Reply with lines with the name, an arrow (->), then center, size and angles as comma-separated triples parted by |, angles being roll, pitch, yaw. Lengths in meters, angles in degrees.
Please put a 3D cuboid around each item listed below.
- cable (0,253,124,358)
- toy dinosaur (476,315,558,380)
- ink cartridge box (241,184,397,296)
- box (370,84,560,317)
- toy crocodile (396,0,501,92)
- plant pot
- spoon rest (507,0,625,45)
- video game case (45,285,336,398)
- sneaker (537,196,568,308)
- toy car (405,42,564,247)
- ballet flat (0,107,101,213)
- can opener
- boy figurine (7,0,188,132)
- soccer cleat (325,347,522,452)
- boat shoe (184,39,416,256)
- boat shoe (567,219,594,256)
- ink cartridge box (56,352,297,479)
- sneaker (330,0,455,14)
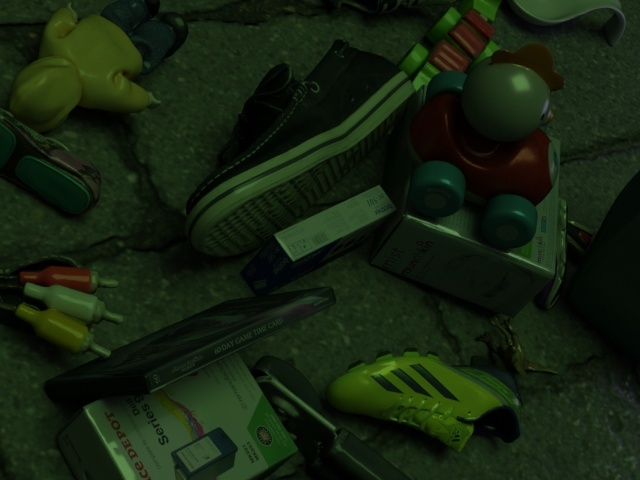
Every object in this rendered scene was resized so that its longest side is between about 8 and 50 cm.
cable -> -0.356, 0.043, 1.357 | 0.287, 0.072, 0.140 | 19, 46, -23
toy dinosaur -> 0.264, 0.157, 1.716 | 0.093, 0.053, 0.183 | 57, 14, 26
ink cartridge box -> 0.000, 0.000, 1.614 | 0.207, 0.097, 0.046 | -26, 76, -42
box -> 0.209, -0.059, 1.759 | 0.231, 0.127, 0.262 | 20, 50, -11
toy crocodile -> 0.209, -0.292, 1.954 | 0.115, 0.105, 0.340 | 41, 46, -4
plant pot -> 0.511, 0.039, 1.829 | 0.248, 0.252, 0.247 | 41, 45, -3
spoon rest -> 0.441, -0.425, 2.222 | 0.276, 0.084, 0.137 | 11, 54, -30
video game case -> -0.141, 0.112, 1.377 | 0.274, 0.196, 0.026 | -22, 98, -42
sneaker -> 0.332, 0.019, 1.853 | 0.071, 0.068, 0.170 | 0, 73, 12
toy car -> 0.245, -0.156, 1.607 | 0.210, 0.238, 0.219 | 23, 49, -11
ballet flat -> -0.357, -0.110, 1.472 | 0.221, 0.077, 0.079 | 32, 29, -19
can opener -> 0.030, 0.241, 1.483 | 0.283, 0.076, 0.095 | 38, 47, -8
boy figurine -> -0.282, -0.221, 1.579 | 0.177, 0.092, 0.285 | 43, 46, -2
soccer cleat -> 0.141, 0.208, 1.571 | 0.289, 0.093, 0.121 | 6, 59, -32
boat shoe -> -0.044, -0.133, 1.626 | 0.156, 0.187, 0.500 | 42, 41, 4
boat shoe -> 0.353, -0.021, 1.909 | 0.137, 0.049, 0.043 | 25, 88, -7
ink cartridge box -> -0.155, 0.223, 1.357 | 0.212, 0.093, 0.154 | -22, 75, -40
sneaker -> 0.116, -0.391, 1.969 | 0.237, 0.085, 0.086 | 0, 68, -23
